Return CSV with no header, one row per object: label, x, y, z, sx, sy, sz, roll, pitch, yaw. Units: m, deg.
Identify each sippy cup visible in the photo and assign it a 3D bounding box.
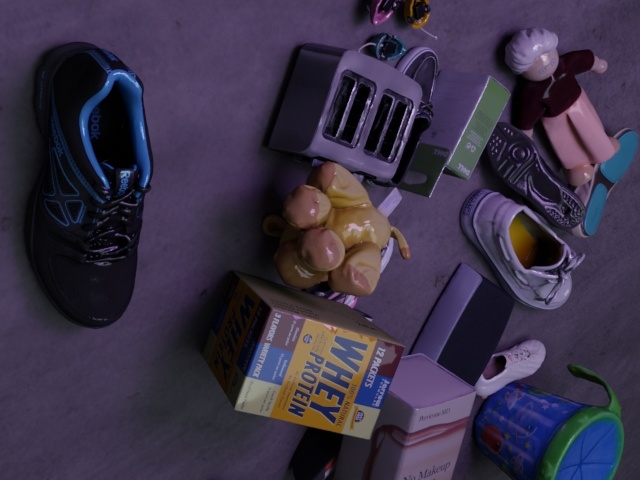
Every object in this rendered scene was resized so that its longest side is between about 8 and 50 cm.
sippy cup,0.440,0.399,1.477,0.305,0.224,0.240,-20,118,-30

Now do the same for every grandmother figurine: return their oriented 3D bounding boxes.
grandmother figurine,0.430,-0.252,1.317,0.208,0.104,0.342,-52,130,-3

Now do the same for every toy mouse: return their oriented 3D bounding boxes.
toy mouse,0.096,-0.316,1.071,0.143,0.031,0.161,-42,142,-12

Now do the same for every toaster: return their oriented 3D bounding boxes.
toaster,0.038,-0.181,1.037,0.168,0.110,0.185,16,96,-41

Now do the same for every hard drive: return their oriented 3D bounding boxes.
hard drive,0.260,0.185,1.373,0.172,0.054,0.254,32,86,-40

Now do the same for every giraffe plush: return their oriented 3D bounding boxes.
giraffe plush,0.000,0.000,1.025,0.210,0.170,0.181,-23,87,-50

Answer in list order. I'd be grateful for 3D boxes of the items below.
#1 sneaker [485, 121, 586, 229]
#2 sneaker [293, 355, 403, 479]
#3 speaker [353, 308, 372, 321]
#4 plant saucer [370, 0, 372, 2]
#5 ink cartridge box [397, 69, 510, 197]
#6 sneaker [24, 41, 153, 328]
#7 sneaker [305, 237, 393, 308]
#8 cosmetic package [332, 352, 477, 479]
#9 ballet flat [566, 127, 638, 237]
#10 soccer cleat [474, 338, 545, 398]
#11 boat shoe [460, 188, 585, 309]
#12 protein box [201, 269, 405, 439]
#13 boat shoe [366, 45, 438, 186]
sneaker,0.371,-0.117,1.332,0.227,0.130,0.087,43,97,-6
sneaker,0.076,0.315,1.255,0.145,0.090,0.270,39,78,-37
speaker,0.034,0.178,1.199,0.055,0.055,0.136,21,92,-40
plant saucer,0.084,-0.382,1.062,0.083,0.015,0.083,-15,115,-34
ink cartridge box,0.200,-0.160,1.169,0.062,0.109,0.209,27,88,-39
sneaker,-0.258,-0.045,0.840,0.125,0.140,0.340,-13,115,-36
sneaker,0.044,0.038,1.146,0.077,0.072,0.178,36,82,-38
cosmetic package,0.121,0.344,1.160,0.153,0.129,0.296,-6,114,-40
ballet flat,0.539,-0.120,1.464,0.086,0.086,0.248,42,74,-39
soccer cleat,0.378,0.245,1.474,0.196,0.068,0.076,-26,135,-24
boat shoe,0.412,0.036,1.369,0.136,0.156,0.367,-53,129,-10
protein box,-0.031,0.152,1.013,0.200,0.201,0.136,19,94,-23
boat shoe,0.135,-0.186,1.132,0.080,0.076,0.228,27,89,-40
